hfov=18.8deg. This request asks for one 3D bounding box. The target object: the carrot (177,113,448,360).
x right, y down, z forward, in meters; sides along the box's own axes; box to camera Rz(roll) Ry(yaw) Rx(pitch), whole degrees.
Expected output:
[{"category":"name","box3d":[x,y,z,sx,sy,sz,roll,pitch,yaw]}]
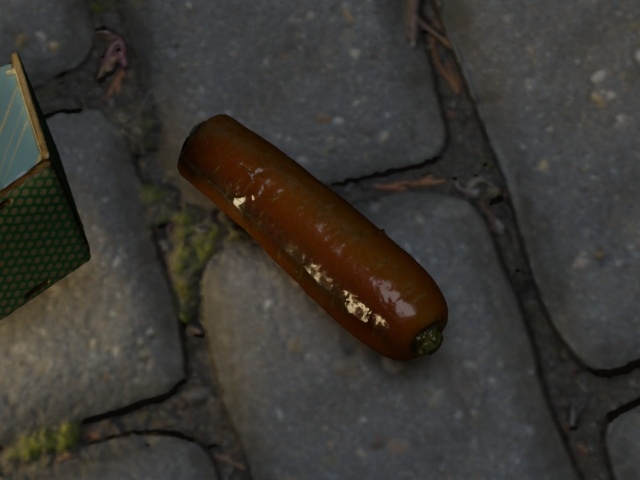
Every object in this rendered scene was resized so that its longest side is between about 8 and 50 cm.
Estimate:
[{"category":"carrot","box3d":[0.000,0.000,1.293,0.225,0.067,0.067,41,71,20]}]

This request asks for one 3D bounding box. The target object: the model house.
[{"category":"model house","box3d":[-0.251,-0.037,1.249,0.206,0.178,0.271,11,61,13]}]
